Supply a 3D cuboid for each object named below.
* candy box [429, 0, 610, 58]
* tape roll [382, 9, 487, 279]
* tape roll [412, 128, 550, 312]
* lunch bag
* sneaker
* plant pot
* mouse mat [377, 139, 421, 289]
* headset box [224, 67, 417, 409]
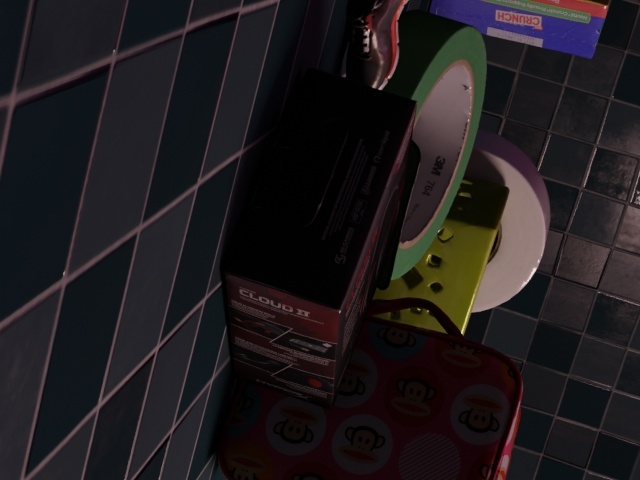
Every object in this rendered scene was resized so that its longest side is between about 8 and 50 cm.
[{"bbox_3d":[0.343,-0.455,2.230,0.122,0.268,0.317,93,16,-51],"label":"candy box"},{"bbox_3d":[0.105,-0.114,1.705,0.321,0.077,0.321,-53,154,-41],"label":"tape roll"},{"bbox_3d":[0.215,-0.033,2.208,0.100,0.286,0.286,-57,163,-64],"label":"tape roll"},{"bbox_3d":[0.059,0.178,1.467,0.120,0.293,0.258,77,31,-68],"label":"lunch bag"},{"bbox_3d":[0.046,-0.219,1.429,0.065,0.061,0.158,-16,127,-49],"label":"sneaker"},{"bbox_3d":[0.141,0.021,2.064,0.227,0.207,0.228,-56,162,-69],"label":"plant pot"},{"bbox_3d":[0.047,-0.059,1.509,0.007,0.152,0.190,-12,133,-32],"label":"mouse mat"},{"bbox_3d":[0.000,0.000,1.299,0.293,0.110,0.218,93,16,-64],"label":"headset box"}]
